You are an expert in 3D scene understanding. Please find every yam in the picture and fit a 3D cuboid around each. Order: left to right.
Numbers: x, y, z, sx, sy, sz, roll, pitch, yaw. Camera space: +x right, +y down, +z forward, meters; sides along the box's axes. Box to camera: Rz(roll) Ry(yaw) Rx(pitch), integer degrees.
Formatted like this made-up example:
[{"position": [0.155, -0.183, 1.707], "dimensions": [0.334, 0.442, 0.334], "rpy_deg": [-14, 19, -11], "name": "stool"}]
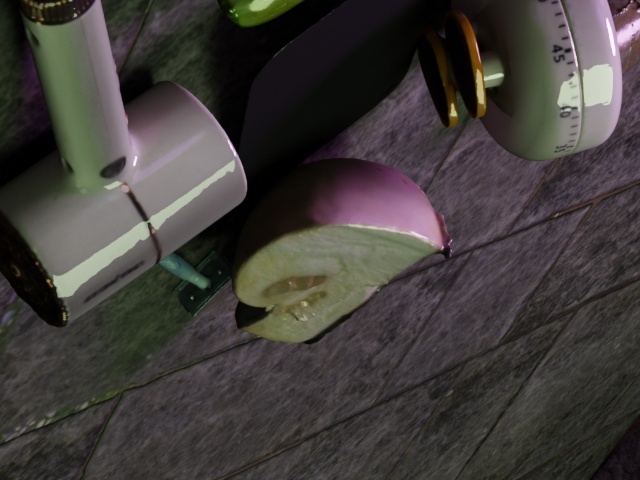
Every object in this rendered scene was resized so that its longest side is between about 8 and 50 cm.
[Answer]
[{"position": [0.334, -0.236, 2.083], "dimensions": [0.259, 0.106, 0.106], "rpy_deg": [-34, 157, -23], "name": "yam"}]

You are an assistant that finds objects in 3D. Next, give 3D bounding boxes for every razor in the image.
[{"position": [-0.140, 0.028, 1.806], "dimensions": [0.068, 0.040, 0.135], "rpy_deg": [-46, 154, 2], "name": "razor"}]

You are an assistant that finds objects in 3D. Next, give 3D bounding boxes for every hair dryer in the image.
[{"position": [-0.180, -0.101, 1.403], "dimensions": [0.203, 0.128, 0.362], "rpy_deg": [-36, 150, -21], "name": "hair dryer"}]

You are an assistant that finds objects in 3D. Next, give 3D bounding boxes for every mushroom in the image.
[{"position": [-0.019, -0.017, 1.842], "dimensions": [0.173, 0.162, 0.236], "rpy_deg": [24, 132, -37], "name": "mushroom"}]

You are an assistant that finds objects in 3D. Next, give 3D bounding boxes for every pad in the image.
[{"position": [-0.027, -0.154, 1.690], "dimensions": [0.315, 0.063, 0.375], "rpy_deg": [-39, 169, -18], "name": "pad"}]

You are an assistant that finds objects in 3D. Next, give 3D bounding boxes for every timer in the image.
[{"position": [0.233, -0.202, 1.766], "dimensions": [0.240, 0.233, 0.233], "rpy_deg": [-16, 153, -9], "name": "timer"}]

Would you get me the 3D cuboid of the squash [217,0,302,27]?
[{"position": [0.025, -0.270, 1.483], "dimensions": [0.292, 0.082, 0.082], "rpy_deg": [-35, 157, -20], "name": "squash"}]
